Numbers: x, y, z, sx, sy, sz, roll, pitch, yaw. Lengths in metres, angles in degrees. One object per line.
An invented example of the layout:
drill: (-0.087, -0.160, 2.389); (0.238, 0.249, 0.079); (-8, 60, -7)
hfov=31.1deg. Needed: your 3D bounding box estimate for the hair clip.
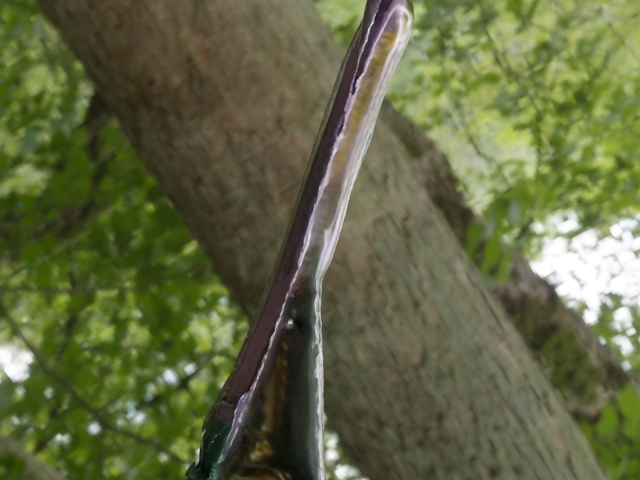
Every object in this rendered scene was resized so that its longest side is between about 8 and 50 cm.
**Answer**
hair clip: (0.000, 0.000, 0.727); (0.096, 0.358, 0.110); (18, -174, 43)
